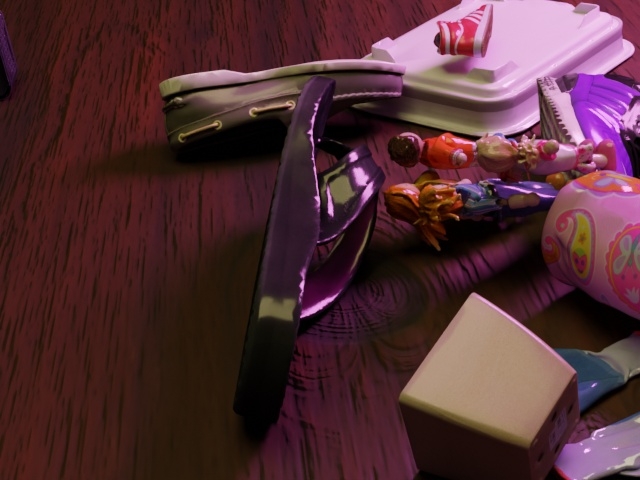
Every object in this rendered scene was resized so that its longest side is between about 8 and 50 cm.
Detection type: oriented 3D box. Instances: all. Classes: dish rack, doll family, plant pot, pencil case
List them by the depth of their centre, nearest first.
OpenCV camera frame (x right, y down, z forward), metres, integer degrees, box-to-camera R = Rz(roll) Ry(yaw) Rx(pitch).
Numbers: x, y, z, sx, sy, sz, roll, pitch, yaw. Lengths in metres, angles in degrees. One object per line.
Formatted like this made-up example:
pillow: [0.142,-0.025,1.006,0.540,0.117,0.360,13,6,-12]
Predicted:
plant pot: [0.133,0.125,0.905,0.096,0.109,0.109,23,60,30]
pencil case: [0.315,0.034,1.014,0.124,0.124,0.284,-24,33,-24]
doll family: [0.155,-0.046,1.175,0.163,0.118,0.263,-2,5,-24]
dish rack: [0.217,-0.247,1.578,0.285,0.072,0.333,18,38,40]

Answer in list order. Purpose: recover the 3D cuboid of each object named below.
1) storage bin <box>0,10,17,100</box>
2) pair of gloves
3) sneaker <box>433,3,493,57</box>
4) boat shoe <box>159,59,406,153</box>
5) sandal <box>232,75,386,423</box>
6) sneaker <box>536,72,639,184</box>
storage bin: [-0.544,-0.261,1.761,0.180,0.122,0.084,-10,29,-1]
pair of gloves: [0.231,0.132,0.963,0.159,0.023,0.198,-17,30,-13]
sneaker: [0.177,-0.262,1.498,0.067,0.042,0.118,4,33,14]
boat shoe: [-0.044,-0.166,1.489,0.305,0.091,0.109,-6,-2,4]
sandal: [-0.001,0.003,1.147,0.107,0.168,0.446,11,39,-2]
sneaker: [0.316,-0.110,1.278,0.146,0.102,0.293,-6,30,4]
